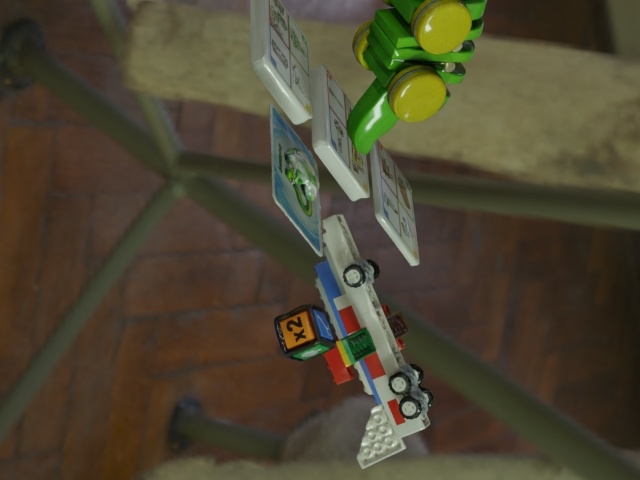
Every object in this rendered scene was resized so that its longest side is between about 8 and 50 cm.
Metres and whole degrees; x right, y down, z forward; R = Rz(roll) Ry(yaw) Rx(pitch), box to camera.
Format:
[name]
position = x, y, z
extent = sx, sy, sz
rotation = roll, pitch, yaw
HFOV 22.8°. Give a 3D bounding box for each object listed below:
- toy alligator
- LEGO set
[toy alligator]
position = 0.060, -0.122, 0.767
extent = 0.051, 0.056, 0.189
rotation = -1, 128, -28
[LEGO set]
position = 0.000, 0.000, 0.863
extent = 0.182, 0.060, 0.244
rotation = 51, 23, -38
